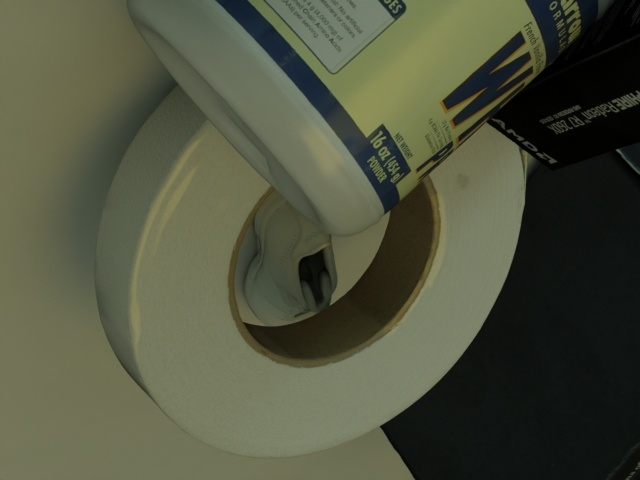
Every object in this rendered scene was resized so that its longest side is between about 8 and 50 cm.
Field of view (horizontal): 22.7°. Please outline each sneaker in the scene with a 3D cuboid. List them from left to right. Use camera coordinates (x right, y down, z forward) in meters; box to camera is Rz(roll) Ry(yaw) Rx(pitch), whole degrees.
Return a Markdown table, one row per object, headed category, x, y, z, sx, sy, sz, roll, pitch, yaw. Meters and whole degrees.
| category | x | y | z | sx | sy | sz | roll | pitch | yaw |
| --- | --- | --- | --- | --- | --- | --- | --- | --- | --- |
| sneaker | -0.018 | 0.042 | 1.484 | 0.080 | 0.094 | 0.212 | -26 | 147 | -17 |

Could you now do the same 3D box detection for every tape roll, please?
| category | x | y | z | sx | sy | sz | roll | pitch | yaw |
| --- | --- | --- | --- | --- | --- | --- | --- | --- | --- |
| tape roll | 0.000 | 0.000 | 1.337 | 0.392 | 0.072 | 0.392 | -16 | 122 | -28 |

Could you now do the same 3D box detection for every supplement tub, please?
| category | x | y | z | sx | sy | sz | roll | pitch | yaw |
| --- | --- | --- | --- | --- | --- | --- | --- | --- | --- |
| supplement tub | 0.057 | -0.187 | 1.085 | 0.325 | 0.235 | 0.235 | -42 | 150 | -4 |

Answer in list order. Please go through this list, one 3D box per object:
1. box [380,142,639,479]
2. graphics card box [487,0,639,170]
| category | x | y | z | sx | sy | sz | roll | pitch | yaw |
| --- | --- | --- | --- | --- | --- | --- | --- | --- | --- |
| box | 0.397 | 0.116 | 1.809 | 0.471 | 0.297 | 0.480 | -6 | 139 | -43 |
| graphics card box | 0.262 | -0.186 | 1.168 | 0.233 | 0.094 | 0.371 | -57 | -170 | -12 |
